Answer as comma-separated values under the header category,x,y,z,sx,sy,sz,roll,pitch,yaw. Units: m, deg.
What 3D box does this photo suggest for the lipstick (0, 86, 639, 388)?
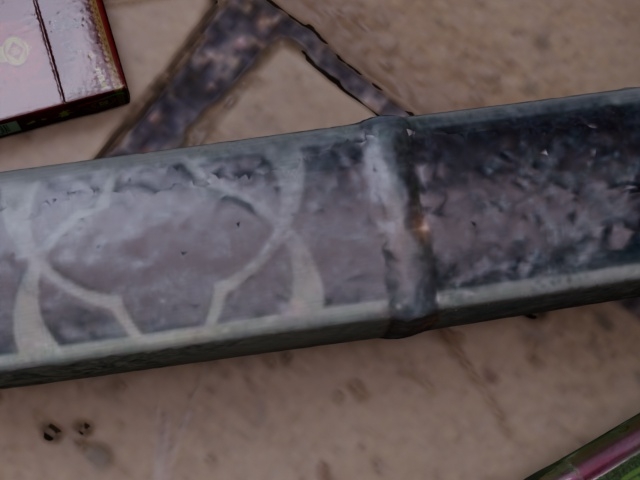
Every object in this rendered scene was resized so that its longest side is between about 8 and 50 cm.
category,x,y,z,sx,sy,sz,roll,pitch,yaw
lipstick,0.000,0.000,0.408,0.289,0.076,0.077,-8,83,-4

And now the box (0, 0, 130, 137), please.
category,x,y,z,sx,sy,sz,roll,pitch,yaw
box,-0.119,-0.068,0.435,0.082,0.023,0.052,-16,83,-8

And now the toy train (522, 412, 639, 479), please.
category,x,y,z,sx,sy,sz,roll,pitch,yaw
toy train,0.149,0.088,0.426,0.148,0.038,0.071,-27,84,-10
